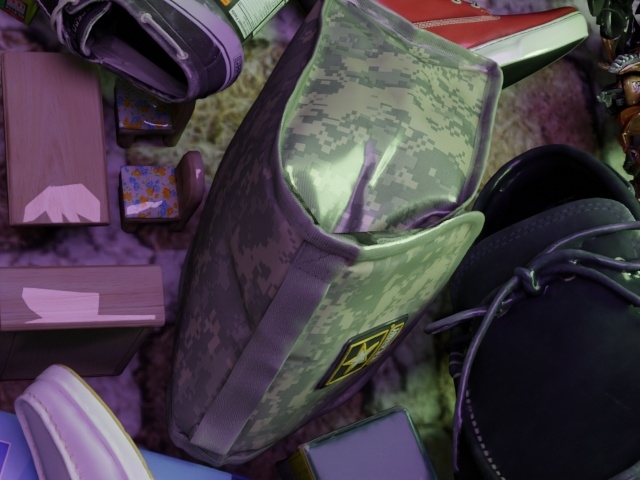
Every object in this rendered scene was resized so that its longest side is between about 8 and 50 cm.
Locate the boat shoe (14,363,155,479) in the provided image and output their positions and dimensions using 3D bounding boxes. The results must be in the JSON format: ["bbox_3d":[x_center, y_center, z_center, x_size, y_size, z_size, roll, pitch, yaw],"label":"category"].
[{"bbox_3d":[-0.128,0.209,0.764,0.096,0.098,0.277,-22,81,-25],"label":"boat shoe"}]

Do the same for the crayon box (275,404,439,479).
[{"bbox_3d":[0.069,0.283,0.905,0.081,0.202,0.318,-20,80,-11],"label":"crayon box"}]

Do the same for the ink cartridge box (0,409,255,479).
[{"bbox_3d":[-0.181,0.268,0.864,0.396,0.151,0.269,18,68,-13],"label":"ink cartridge box"}]

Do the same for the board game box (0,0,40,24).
[{"bbox_3d":[-0.290,-0.265,1.060,0.181,0.043,0.092,31,65,-6],"label":"board game box"}]

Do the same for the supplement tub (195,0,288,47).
[{"bbox_3d":[-0.073,-0.230,1.067,0.117,0.117,0.190,44,81,0],"label":"supplement tub"}]

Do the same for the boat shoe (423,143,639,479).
[{"bbox_3d":[0.164,0.064,0.895,0.187,0.500,0.156,-21,108,17],"label":"boat shoe"}]

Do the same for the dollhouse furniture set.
[{"bbox_3d":[-0.188,-0.034,0.951,0.212,0.161,0.242,-1,73,-18],"label":"dollhouse furniture set"}]

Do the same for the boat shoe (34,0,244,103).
[{"bbox_3d":[-0.161,-0.172,0.970,0.219,0.077,0.070,31,40,19],"label":"boat shoe"}]

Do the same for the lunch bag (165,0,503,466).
[{"bbox_3d":[0.000,0.000,0.908,0.169,0.235,0.287,27,40,-7],"label":"lunch bag"}]

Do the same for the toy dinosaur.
[{"bbox_3d":[0.302,-0.171,1.165,0.164,0.218,0.322,-14,43,4],"label":"toy dinosaur"}]

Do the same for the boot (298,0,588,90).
[{"bbox_3d":[0.105,-0.210,1.150,0.244,0.088,0.176,-18,77,-19],"label":"boot"}]
